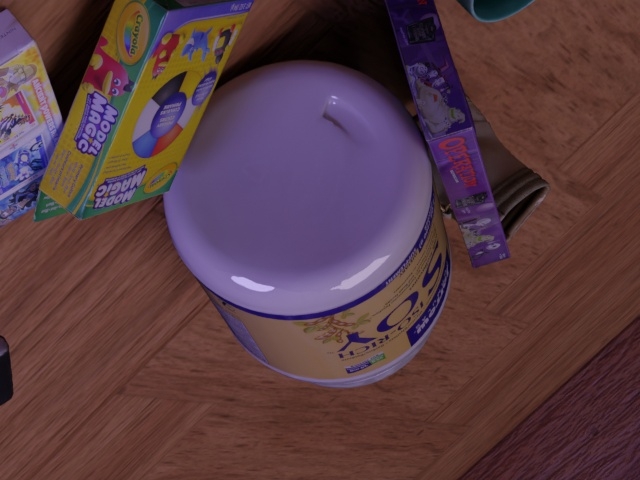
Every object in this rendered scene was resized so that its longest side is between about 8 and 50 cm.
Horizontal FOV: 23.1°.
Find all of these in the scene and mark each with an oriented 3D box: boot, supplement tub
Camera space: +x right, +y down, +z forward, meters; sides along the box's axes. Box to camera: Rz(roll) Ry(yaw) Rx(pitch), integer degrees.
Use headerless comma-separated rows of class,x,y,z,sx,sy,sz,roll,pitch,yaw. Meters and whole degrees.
boot,0.126,-0.042,1.712,0.213,0.165,0.077,-40,157,-3
supplement tub,0.000,0.000,1.500,0.241,0.241,0.331,-37,158,-5

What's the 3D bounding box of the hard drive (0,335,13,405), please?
hard drive,-0.348,0.000,0.830,0.236,0.339,0.064,-28,153,-24

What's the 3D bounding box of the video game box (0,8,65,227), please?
video game box,-0.285,-0.061,1.196,0.187,0.048,0.205,-32,157,-14

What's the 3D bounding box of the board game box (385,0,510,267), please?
board game box,0.118,-0.123,1.494,0.056,0.208,0.347,-13,159,7

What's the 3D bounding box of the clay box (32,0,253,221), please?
clay box,-0.143,-0.105,1.252,0.127,0.053,0.222,-24,144,-58

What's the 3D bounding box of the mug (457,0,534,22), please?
mug,0.163,-0.276,1.417,0.157,0.097,0.129,-7,141,-54
